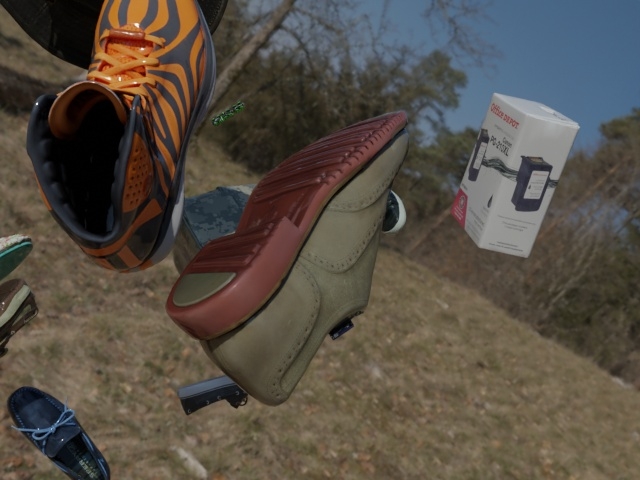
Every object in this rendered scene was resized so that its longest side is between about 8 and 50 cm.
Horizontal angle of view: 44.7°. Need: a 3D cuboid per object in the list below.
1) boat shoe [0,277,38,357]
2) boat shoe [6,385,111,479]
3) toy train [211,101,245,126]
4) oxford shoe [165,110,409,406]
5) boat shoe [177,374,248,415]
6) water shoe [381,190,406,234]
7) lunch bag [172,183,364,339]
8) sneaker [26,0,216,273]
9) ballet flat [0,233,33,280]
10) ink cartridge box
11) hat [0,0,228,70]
[{"bbox_3d":[-0.611,0.184,1.430,0.095,0.257,0.095,0,-53,34],"label":"boat shoe"},{"bbox_3d":[-0.485,0.373,1.483,0.258,0.109,0.089,45,-23,-13],"label":"boat shoe"},{"bbox_3d":[-0.204,-0.278,1.722,0.017,0.083,0.024,57,0,15],"label":"toy train"},{"bbox_3d":[0.000,0.000,0.711,0.123,0.348,0.130,-11,-61,43],"label":"oxford shoe"},{"bbox_3d":[-0.196,0.331,1.695,0.080,0.228,0.076,100,-24,-86],"label":"boat shoe"},{"bbox_3d":[0.100,-0.093,1.559,0.080,0.073,0.203,18,36,-41],"label":"water shoe"},{"bbox_3d":[-0.095,0.048,1.372,0.305,0.256,0.212,54,-28,33],"label":"lunch bag"},{"bbox_3d":[-0.172,-0.137,0.705,0.180,0.124,0.321,80,10,-78],"label":"sneaker"},{"bbox_3d":[-0.572,0.063,1.242,0.077,0.241,0.091,42,-9,11],"label":"ballet flat"},{"bbox_3d":[0.326,-0.116,1.334,0.100,0.237,0.172,12,20,-13],"label":"ink cartridge box"},{"bbox_3d":[-0.242,-0.344,0.897,0.331,0.331,0.134,44,2,-27],"label":"hat"}]
